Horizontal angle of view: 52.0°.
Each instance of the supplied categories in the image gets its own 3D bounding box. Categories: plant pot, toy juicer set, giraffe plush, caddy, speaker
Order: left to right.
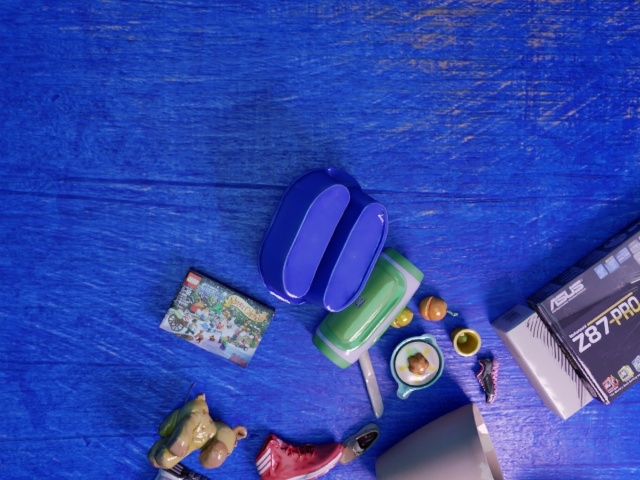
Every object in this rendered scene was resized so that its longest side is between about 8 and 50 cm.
[{"bbox_3d":[-0.283,0.475,1.573,0.170,0.181,0.210,39,57,-17],"label":"giraffe plush"},{"bbox_3d":[0.000,0.000,1.529,0.241,0.179,0.341,23,93,-31],"label":"caddy"},{"bbox_3d":[0.113,0.161,1.575,0.131,0.131,0.296,40,91,-7],"label":"speaker"},{"bbox_3d":[0.214,0.272,1.613,0.329,0.089,0.209,-37,98,0],"label":"toy juicer set"},{"bbox_3d":[0.283,0.556,1.588,0.274,0.256,0.256,-21,97,14],"label":"plant pot"}]

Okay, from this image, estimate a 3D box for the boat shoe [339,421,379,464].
[{"bbox_3d":[0.094,0.514,1.647,0.050,0.045,0.135,44,91,-7],"label":"boat shoe"}]

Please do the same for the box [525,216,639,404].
[{"bbox_3d":[0.770,0.166,1.647,0.395,0.097,0.318,-35,94,-1],"label":"box"}]

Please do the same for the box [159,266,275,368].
[{"bbox_3d":[-0.248,0.187,1.587,0.233,0.044,0.159,27,93,-7],"label":"box"}]

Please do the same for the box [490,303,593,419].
[{"bbox_3d":[0.549,0.300,1.634,0.094,0.113,0.275,-36,99,-2],"label":"box"}]

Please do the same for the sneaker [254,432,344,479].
[{"bbox_3d":[-0.060,0.524,1.616,0.221,0.087,0.128,-27,98,-3],"label":"sneaker"}]

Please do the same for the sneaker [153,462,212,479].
[{"bbox_3d":[-0.320,0.651,1.615,0.228,0.086,0.132,33,97,3],"label":"sneaker"}]

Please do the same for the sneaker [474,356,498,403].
[{"bbox_3d":[0.419,0.354,1.664,0.057,0.047,0.119,3,88,1],"label":"sneaker"}]
